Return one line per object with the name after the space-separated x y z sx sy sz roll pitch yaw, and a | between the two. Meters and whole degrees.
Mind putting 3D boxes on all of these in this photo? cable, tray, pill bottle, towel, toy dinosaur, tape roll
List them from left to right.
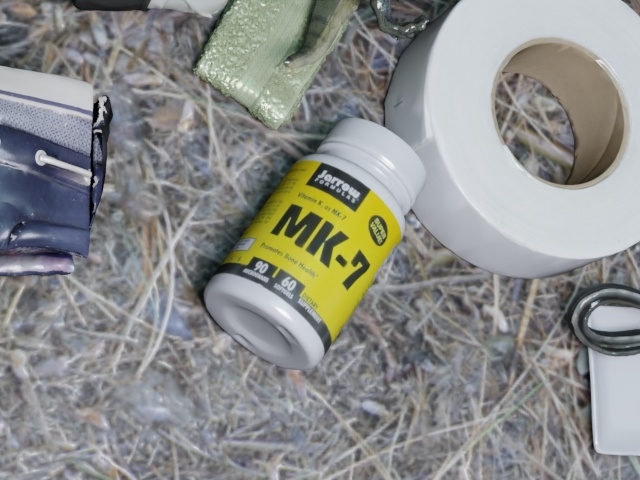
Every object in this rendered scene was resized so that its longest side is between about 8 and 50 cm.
-0.045 -0.185 1.517 0.110 0.027 0.148 35 67 -11 | towel
0.000 0.000 1.442 0.119 0.119 0.208 39 66 -10 | pill bottle
0.043 -0.239 1.536 0.118 0.064 0.268 22 57 -13 | toy dinosaur
0.206 -0.109 1.563 0.286 0.100 0.286 5 76 -22 | tape roll
0.376 0.142 1.613 0.270 0.030 0.145 4 77 -22 | tray
0.378 0.102 1.550 0.287 0.072 0.139 27 106 -20 | cable

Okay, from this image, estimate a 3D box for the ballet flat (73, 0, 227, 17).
-0.094 -0.267 1.475 0.280 0.095 0.096 -40 88 -25 | ballet flat

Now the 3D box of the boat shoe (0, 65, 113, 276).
-0.330 -0.063 1.311 0.340 0.127 0.158 6 68 -22 | boat shoe
